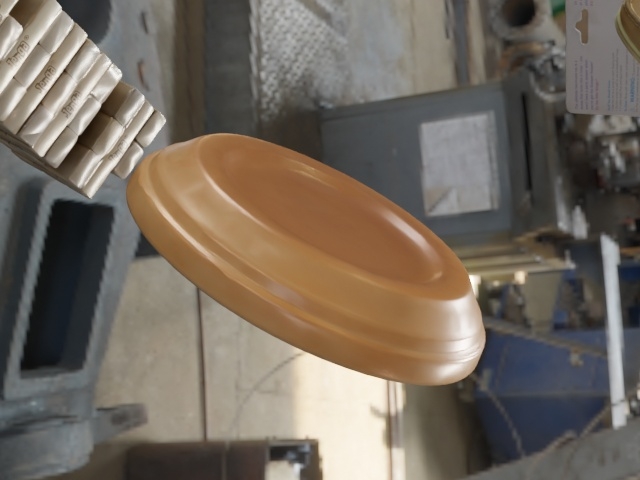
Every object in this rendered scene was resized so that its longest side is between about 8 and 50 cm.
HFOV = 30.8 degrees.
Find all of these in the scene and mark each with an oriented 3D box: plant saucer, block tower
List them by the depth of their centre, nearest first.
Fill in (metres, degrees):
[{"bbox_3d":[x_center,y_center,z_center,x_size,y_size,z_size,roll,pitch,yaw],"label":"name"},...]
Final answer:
[{"bbox_3d":[0.000,0.000,0.591,0.037,0.200,0.200,-62,163,18],"label":"plant saucer"},{"bbox_3d":[-0.233,-0.145,0.782,0.091,0.097,0.335,-57,148,-10],"label":"block tower"}]

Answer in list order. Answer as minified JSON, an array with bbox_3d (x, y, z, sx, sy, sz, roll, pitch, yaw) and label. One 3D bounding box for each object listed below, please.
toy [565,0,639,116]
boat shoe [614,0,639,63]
[{"bbox_3d":[0.283,-0.146,0.756,0.056,0.237,0.137,-60,149,-46],"label":"toy"},{"bbox_3d":[0.189,-0.082,0.510,0.050,0.135,0.045,-42,150,-16],"label":"boat shoe"}]
